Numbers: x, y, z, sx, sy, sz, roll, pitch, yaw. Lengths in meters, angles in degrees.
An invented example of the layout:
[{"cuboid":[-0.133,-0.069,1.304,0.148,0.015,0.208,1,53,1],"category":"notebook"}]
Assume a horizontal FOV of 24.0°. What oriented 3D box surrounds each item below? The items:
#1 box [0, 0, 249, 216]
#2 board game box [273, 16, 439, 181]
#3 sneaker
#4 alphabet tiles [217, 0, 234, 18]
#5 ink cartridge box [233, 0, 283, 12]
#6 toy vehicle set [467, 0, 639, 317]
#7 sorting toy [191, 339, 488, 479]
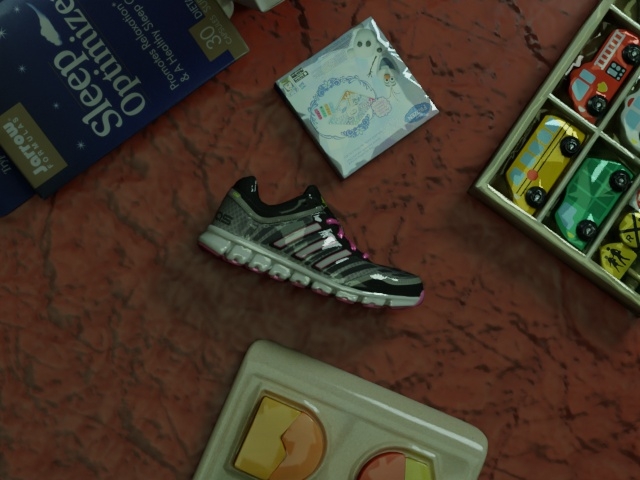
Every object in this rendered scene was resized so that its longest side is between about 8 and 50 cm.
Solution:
[{"cuboid":[-0.180,-0.127,1.080,0.225,0.036,0.136,-36,110,-3],"category":"box"},{"cuboid":[0.027,-0.106,1.133,0.090,0.020,0.090,-35,88,-8],"category":"board game box"},{"cuboid":[0.000,0.000,1.096,0.170,0.063,0.075,18,88,2],"category":"sneaker"},{"cuboid":[-0.108,-0.298,1.096,0.284,0.021,0.278,-35,107,-8],"category":"alphabet tiles"},{"cuboid":[-0.039,-0.223,1.042,0.090,0.143,0.092,-34,114,-9],"category":"ink cartridge box"},{"cuboid":[0.254,-0.096,1.146,0.166,0.035,0.267,35,82,-1],"category":"toy vehicle set"},{"cuboid":[0.000,0.199,1.088,0.193,0.038,0.208,23,82,-3],"category":"sorting toy"}]
